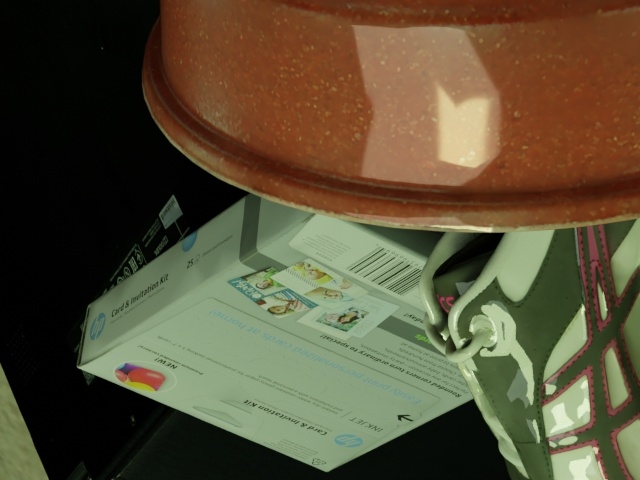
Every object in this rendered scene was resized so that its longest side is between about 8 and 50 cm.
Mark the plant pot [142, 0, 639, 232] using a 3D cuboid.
[{"bbox_3d":[0.057,-0.185,0.654,0.272,0.272,0.265,14,127,30],"label":"plant pot"}]

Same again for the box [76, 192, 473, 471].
[{"bbox_3d":[0.004,0.036,0.876,0.145,0.038,0.186,25,142,-27],"label":"box"}]

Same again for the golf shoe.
[{"bbox_3d":[0.090,0.049,0.776,0.105,0.120,0.273,-147,59,-68],"label":"golf shoe"}]

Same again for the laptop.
[{"bbox_3d":[0.000,0.000,1.061,0.408,0.236,0.382,64,145,17],"label":"laptop"}]
